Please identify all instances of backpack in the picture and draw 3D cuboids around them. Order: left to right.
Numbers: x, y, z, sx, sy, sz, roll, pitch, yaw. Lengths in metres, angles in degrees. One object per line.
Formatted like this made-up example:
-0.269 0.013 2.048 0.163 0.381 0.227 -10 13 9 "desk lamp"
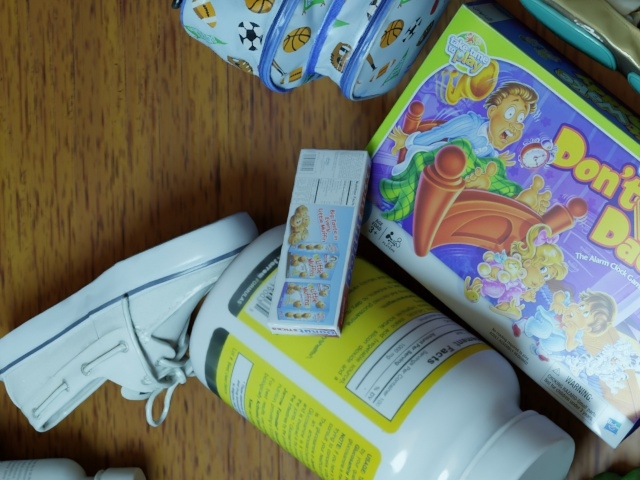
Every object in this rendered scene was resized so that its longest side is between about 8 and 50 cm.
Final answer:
0.002 -0.241 1.566 0.213 0.263 0.277 32 113 20 "backpack"

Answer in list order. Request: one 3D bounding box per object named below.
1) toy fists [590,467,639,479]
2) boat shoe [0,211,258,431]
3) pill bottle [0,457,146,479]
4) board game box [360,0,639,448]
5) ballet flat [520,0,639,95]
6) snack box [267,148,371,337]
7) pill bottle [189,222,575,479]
0.229 0.307 1.656 0.279 0.096 0.142 -30 85 29 "toy fists"
-0.179 0.106 1.800 0.367 0.136 0.156 -30 86 31 "boat shoe"
-0.298 0.293 1.872 0.229 0.131 0.131 -4 99 6 "pill bottle"
0.207 -0.019 1.612 0.347 0.078 0.233 40 115 15 "board game box"
0.277 -0.168 1.564 0.232 0.080 0.073 41 87 11 "ballet flat"
0.000 0.000 1.600 0.064 0.022 0.178 3 63 15 "snack box"
0.057 0.142 1.636 0.334 0.188 0.188 36 114 25 "pill bottle"
